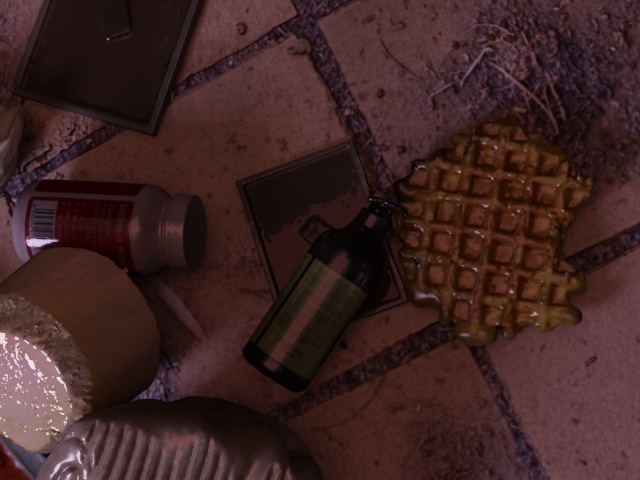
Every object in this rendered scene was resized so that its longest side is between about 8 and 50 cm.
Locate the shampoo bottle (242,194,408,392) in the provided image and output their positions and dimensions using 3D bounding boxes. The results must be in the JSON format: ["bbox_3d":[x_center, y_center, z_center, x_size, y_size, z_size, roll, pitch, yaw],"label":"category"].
[{"bbox_3d":[0.011,0.063,1.531,0.101,0.101,0.284,33,87,15],"label":"shampoo bottle"}]

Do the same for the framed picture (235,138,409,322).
[{"bbox_3d":[0.000,0.000,1.606,0.184,0.016,0.250,-21,77,7],"label":"framed picture"}]

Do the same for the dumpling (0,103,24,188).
[{"bbox_3d":[-0.532,-0.140,1.697,0.252,0.131,0.179,1,59,32],"label":"dumpling"}]

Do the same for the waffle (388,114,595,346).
[{"bbox_3d":[0.237,-0.014,1.541,0.281,0.058,0.301,-16,78,10],"label":"waffle"}]

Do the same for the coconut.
[{"bbox_3d":[-0.334,0.135,1.523,0.239,0.244,0.239,11,119,20],"label":"coconut"}]

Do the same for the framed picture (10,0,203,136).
[{"bbox_3d":[-0.303,-0.344,1.725,0.247,0.022,0.335,16,84,14],"label":"framed picture"}]

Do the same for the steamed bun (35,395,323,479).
[{"bbox_3d":[-0.180,0.358,1.454,0.367,0.255,0.343,20,88,-5],"label":"steamed bun"}]

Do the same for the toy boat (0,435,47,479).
[{"bbox_3d":[-0.471,0.233,1.601,0.133,0.145,0.332,-37,73,-25],"label":"toy boat"}]

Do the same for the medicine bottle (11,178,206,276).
[{"bbox_3d":[-0.295,-0.017,1.608,0.250,0.131,0.131,4,81,11],"label":"medicine bottle"}]
